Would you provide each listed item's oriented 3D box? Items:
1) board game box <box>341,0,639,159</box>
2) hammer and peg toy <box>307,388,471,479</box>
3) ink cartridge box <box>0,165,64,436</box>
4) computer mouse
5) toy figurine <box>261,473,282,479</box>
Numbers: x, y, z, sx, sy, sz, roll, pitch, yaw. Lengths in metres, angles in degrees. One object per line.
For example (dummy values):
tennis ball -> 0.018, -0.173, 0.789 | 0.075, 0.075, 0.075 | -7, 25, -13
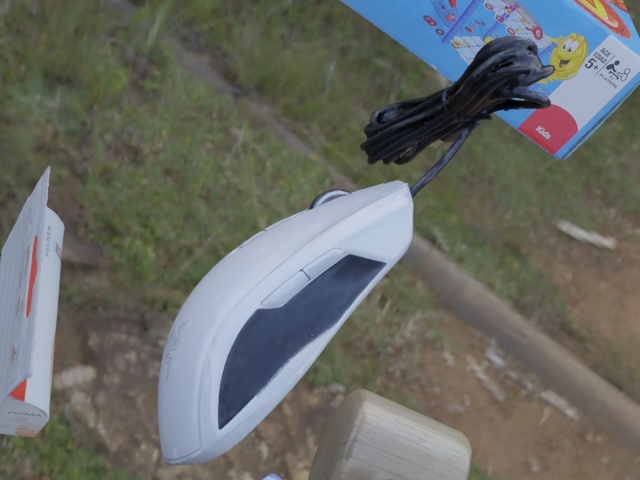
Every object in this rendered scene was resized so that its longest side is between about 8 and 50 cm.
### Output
board game box -> 0.058, -0.237, 0.933 | 0.308, 0.086, 0.302 | 33, 28, -22
hammer and peg toy -> -0.069, 0.231, 0.577 | 0.127, 0.361, 0.266 | 27, 8, -3
ink cartridge box -> -0.192, 0.046, 0.958 | 0.045, 0.179, 0.145 | 10, 68, -22
computer mouse -> 0.000, 0.000, 0.511 | 0.042, 0.106, 0.193 | 47, 69, -14
toy figurine -> -0.132, 0.276, 1.277 | 0.191, 0.217, 0.362 | 50, 18, 25
